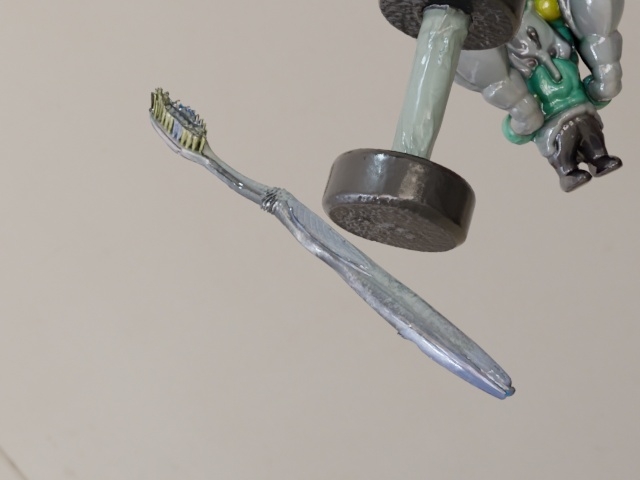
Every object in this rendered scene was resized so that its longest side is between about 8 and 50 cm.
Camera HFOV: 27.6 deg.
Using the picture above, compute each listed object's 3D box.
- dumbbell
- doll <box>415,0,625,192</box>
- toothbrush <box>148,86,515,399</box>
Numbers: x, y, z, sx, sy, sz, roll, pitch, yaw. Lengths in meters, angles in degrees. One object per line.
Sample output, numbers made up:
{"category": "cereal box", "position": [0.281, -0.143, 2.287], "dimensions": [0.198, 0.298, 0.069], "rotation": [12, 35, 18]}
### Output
{"category": "dumbbell", "position": [0.070, -0.095, 0.863], "dimensions": [0.100, 0.100, 0.191], "rotation": [-5, 64, 54]}
{"category": "doll", "position": [0.212, -0.189, 1.213], "dimensions": [0.195, 0.258, 0.153], "rotation": [-53, 3, -17]}
{"category": "toothbrush", "position": [0.000, 0.000, 1.098], "dimensions": [0.035, 0.413, 0.042], "rotation": [-39, -22, -32]}
